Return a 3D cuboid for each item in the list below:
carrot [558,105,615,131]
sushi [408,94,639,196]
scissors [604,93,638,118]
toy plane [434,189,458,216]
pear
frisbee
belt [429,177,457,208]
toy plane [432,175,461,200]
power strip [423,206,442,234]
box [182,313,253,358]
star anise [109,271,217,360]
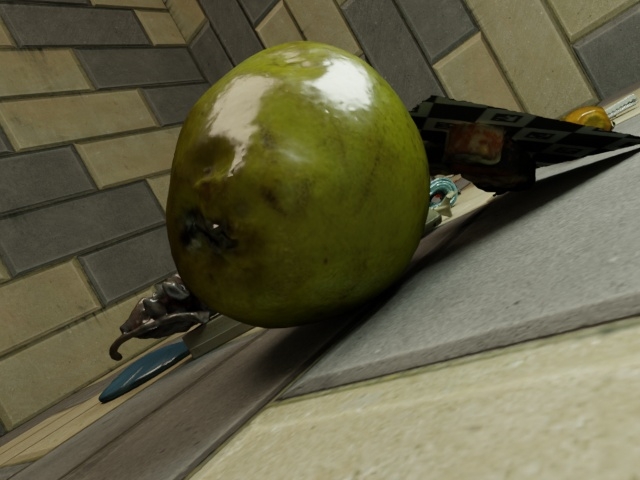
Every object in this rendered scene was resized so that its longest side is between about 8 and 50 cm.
[{"bbox_3d":[0.480,-0.203,0.877,0.082,0.082,0.173,-29,0,13],"label":"carrot"},{"bbox_3d":[0.249,-0.117,0.741,0.321,0.068,0.339,8,-1,-11],"label":"sushi"},{"bbox_3d":[0.679,-0.293,1.211,0.242,0.030,0.118,-31,0,37],"label":"scissors"},{"bbox_3d":[0.176,-0.044,1.078,0.287,0.108,0.092,-14,7,31],"label":"toy plane"},{"bbox_3d":[-0.020,-0.064,0.617,0.352,0.351,0.413,-29,15,24],"label":"pear"},{"bbox_3d":[-0.449,0.324,1.246,0.290,0.049,0.289,-29,1,1],"label":"frisbee"},{"bbox_3d":[0.214,-0.066,1.218,0.303,0.087,0.072,-29,3,-8],"label":"belt"},{"bbox_3d":[0.401,-0.163,1.511,0.126,0.077,0.194,-25,-6,11],"label":"toy plane"},{"bbox_3d":[0.174,-0.027,0.959,0.169,0.028,0.076,-31,44,-22],"label":"power strip"},{"bbox_3d":[-0.193,0.180,1.068,0.201,0.058,0.141,-28,1,6],"label":"box"},{"bbox_3d":[-0.294,0.144,1.053,0.316,0.139,0.359,-20,-21,-41],"label":"star anise"}]
